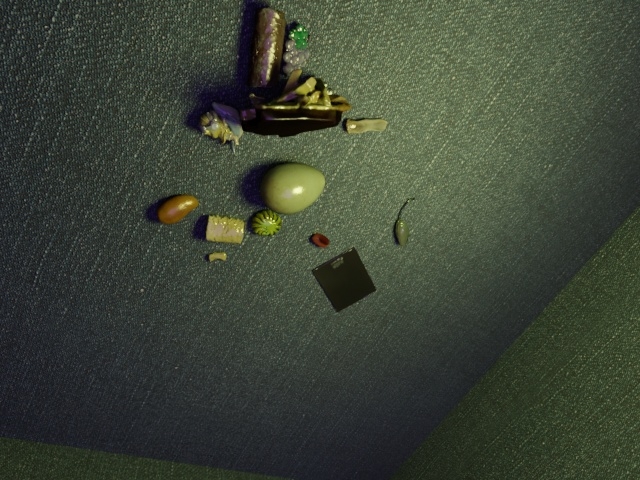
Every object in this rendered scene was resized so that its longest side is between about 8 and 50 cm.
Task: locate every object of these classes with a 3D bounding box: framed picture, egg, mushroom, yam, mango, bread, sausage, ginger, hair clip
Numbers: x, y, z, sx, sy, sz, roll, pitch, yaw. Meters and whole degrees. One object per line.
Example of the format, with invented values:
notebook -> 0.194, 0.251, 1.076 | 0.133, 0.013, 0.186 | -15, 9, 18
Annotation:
framed picture -> 0.136, 0.218, 2.220 | 0.255, 0.014, 0.339 | -29, 122, 1
egg -> -0.118, -0.230, 1.782 | 0.295, 0.218, 0.219 | -19, 123, -20
mushroom -> 0.202, -0.510, 1.817 | 0.201, 0.054, 0.059 | -9, 126, -17
yam -> -0.201, -0.712, 1.546 | 0.130, 0.131, 0.280 | 4, 114, -18
mango -> -0.617, -0.138, 1.767 | 0.183, 0.085, 0.102 | -28, 123, -6
bread -> -0.250, -0.076, 1.914 | 0.139, 0.071, 0.130 | 25, 104, -26
sausage -> 0.000, 0.000, 2.034 | 0.094, 0.059, 0.054 | 31, 150, -28
ginger -> -0.116, -0.522, 1.551 | 0.413, 0.358, 0.212 | -11, 97, -43
hair clip -> -0.097, -0.737, 1.599 | 0.124, 0.052, 0.196 | -8, 122, -50

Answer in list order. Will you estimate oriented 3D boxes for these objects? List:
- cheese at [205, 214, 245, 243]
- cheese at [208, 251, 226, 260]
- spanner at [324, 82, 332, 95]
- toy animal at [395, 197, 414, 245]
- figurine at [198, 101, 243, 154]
cheese -> -0.433, -0.047, 1.862 | 0.167, 0.094, 0.123 | 8, 118, -19
cheese -> -0.490, 0.079, 1.953 | 0.083, 0.030, 0.044 | -9, 114, -17
spanner -> -0.079, -0.553, 1.728 | 0.301, 0.017, 0.071 | -38, 121, 7
toy animal -> 0.425, -0.094, 2.107 | 0.079, 0.070, 0.253 | -17, 115, -48
figurine -> -0.386, -0.450, 1.637 | 0.183, 0.128, 0.209 | -16, 126, -4
